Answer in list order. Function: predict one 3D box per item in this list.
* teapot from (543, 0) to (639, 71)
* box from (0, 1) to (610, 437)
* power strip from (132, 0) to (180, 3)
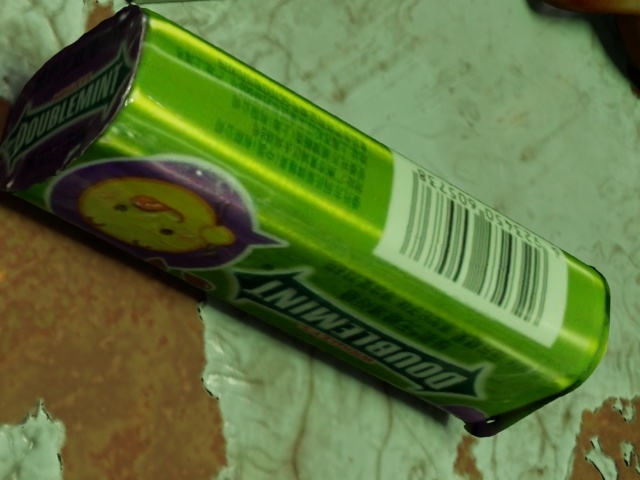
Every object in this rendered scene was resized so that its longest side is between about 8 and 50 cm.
[{"bbox_3d":[0.264,-0.188,1.372,0.252,0.135,0.178,-7,108,-25],"label":"teapot"},{"bbox_3d":[0.000,0.000,1.052,0.345,0.134,0.097,29,53,-31],"label":"box"},{"bbox_3d":[-0.086,-0.179,1.104,0.175,0.042,0.075,-12,81,-44],"label":"power strip"}]
